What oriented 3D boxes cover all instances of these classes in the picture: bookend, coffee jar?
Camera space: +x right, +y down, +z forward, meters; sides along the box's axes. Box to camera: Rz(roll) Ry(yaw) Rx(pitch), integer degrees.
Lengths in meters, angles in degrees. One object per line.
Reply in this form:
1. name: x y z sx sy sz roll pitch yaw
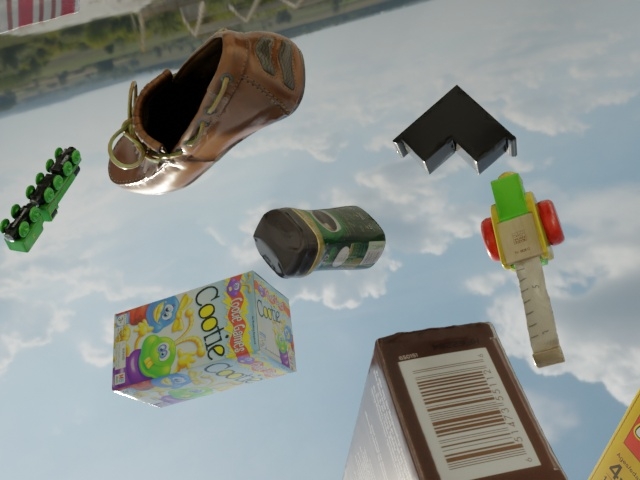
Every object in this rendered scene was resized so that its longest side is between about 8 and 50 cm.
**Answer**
1. bookend: 0.245 -0.170 1.139 0.156 0.072 0.157 -41 -115 2
2. coffee jar: 0.000 0.000 0.865 0.184 0.079 0.096 -4 -138 -47

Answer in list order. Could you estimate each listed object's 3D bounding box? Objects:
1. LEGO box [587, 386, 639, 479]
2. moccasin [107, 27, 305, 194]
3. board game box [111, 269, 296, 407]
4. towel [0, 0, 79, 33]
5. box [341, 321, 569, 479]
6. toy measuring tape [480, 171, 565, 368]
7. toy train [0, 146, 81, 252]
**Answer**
1. LEGO box: 0.480 0.391 0.565 0.193 0.373 0.500 -1 -149 -20
2. moccasin: -0.184 -0.151 0.794 0.146 0.139 0.380 9 166 -40
3. board game box: -0.200 0.177 1.078 0.275 0.144 0.142 -18 -121 16
4. towel: -0.338 -0.280 0.650 0.197 0.029 0.144 -33 167 -36
5. box: 0.125 0.284 0.721 0.143 0.382 0.191 -6 -131 -13
6. toy measuring tape: 0.302 0.039 0.896 0.121 0.121 0.330 -11 -126 13
7. toy train: -0.169 -0.026 0.386 0.017 0.024 0.083 9 -133 6
